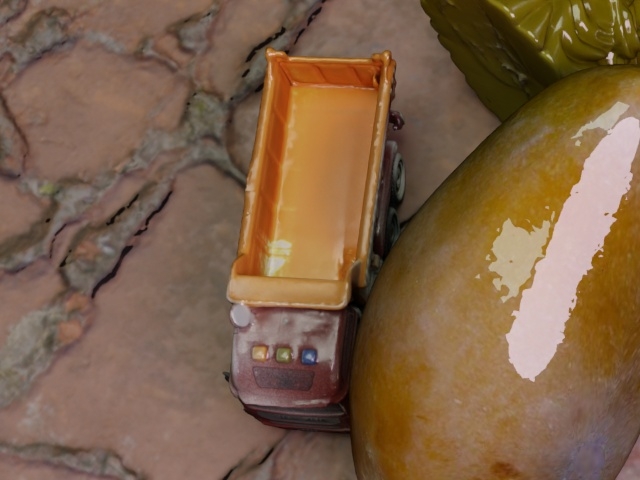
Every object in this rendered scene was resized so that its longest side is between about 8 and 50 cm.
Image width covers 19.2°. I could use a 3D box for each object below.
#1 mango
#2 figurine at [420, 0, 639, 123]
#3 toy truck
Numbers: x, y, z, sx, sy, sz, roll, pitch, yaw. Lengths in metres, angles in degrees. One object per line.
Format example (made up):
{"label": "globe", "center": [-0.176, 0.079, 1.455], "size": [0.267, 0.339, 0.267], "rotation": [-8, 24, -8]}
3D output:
{"label": "mango", "center": [0.137, 0.051, 1.267], "size": [0.199, 0.221, 0.384], "rotation": [42, 123, 40]}
{"label": "figurine", "center": [0.241, -0.232, 1.413], "size": [0.315, 0.168, 0.187], "rotation": [-44, 109, -12]}
{"label": "toy truck", "center": [0.000, 0.000, 1.404], "size": [0.114, 0.135, 0.270], "rotation": [3, 72, 15]}
